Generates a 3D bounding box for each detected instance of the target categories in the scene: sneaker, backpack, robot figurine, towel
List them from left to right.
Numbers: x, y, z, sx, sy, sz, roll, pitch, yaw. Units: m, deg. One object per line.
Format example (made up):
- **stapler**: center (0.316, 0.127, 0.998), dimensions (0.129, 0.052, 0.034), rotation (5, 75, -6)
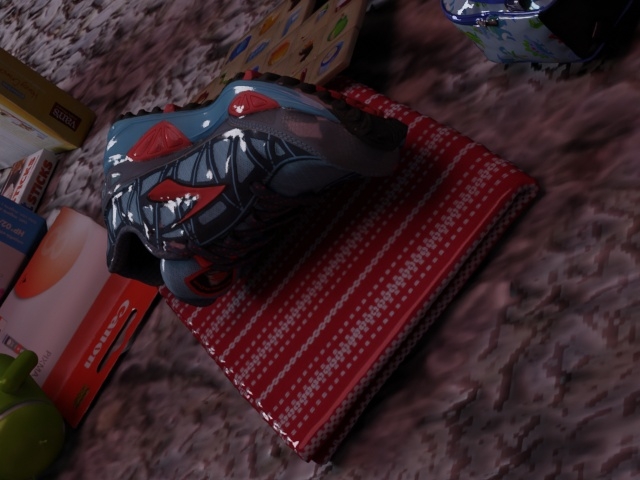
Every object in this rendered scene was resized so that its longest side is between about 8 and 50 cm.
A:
- **robot figurine**: center (-0.231, 0.128, 0.911), dimensions (0.115, 0.067, 0.101), rotation (41, 129, 35)
- **sneaker**: center (-0.045, -0.019, 0.753), dimensions (0.262, 0.104, 0.125), rotation (-8, 69, 53)
- **towel**: center (0.000, 0.000, 0.770), dimensions (0.199, 0.031, 0.275), rotation (-52, 32, 1)
- **backpack**: center (0.120, -0.156, 0.702), dimensions (0.114, 0.084, 0.105), rotation (5, 62, 60)

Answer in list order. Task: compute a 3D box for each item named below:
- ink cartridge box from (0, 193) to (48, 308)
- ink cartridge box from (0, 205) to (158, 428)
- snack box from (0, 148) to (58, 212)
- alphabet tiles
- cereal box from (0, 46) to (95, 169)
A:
- **ink cartridge box**: center (-0.308, 0.052, 1.090), dimensions (0.181, 0.062, 0.104), rotation (-62, 5, -13)
- **ink cartridge box**: center (-0.199, 0.055, 0.984), dimensions (0.145, 0.045, 0.179), rotation (-59, 28, -7)
- **snack box**: center (-0.312, -0.007, 1.228), dimensions (0.064, 0.022, 0.178), rotation (-16, 47, 46)
- **alphabet tiles**: center (-0.041, -0.129, 0.944), dimensions (0.237, 0.009, 0.198), rotation (-35, 27, 38)
- **cereal box**: center (-0.359, -0.142, 1.282), dimensions (0.240, 0.173, 0.047), rotation (-5, 56, 52)
